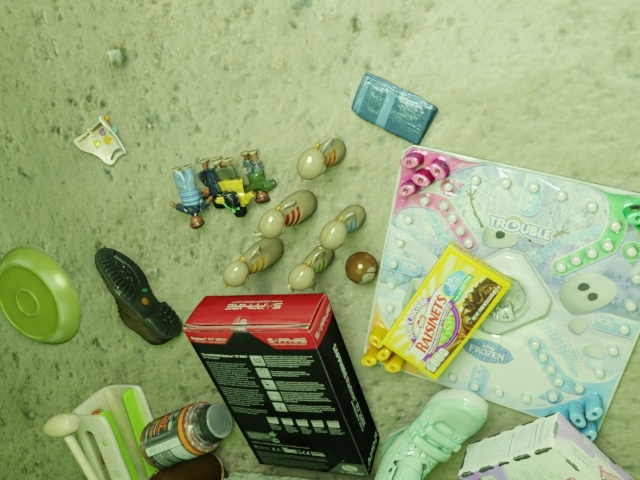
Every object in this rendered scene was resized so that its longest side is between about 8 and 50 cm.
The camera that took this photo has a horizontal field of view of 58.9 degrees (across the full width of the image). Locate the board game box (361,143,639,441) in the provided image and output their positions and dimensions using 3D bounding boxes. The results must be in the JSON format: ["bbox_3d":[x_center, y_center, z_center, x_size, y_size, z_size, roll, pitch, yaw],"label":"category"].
[{"bbox_3d":[0.273,0.086,0.856,0.390,0.050,0.390,16,115,17],"label":"board game box"}]

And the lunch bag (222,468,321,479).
[{"bbox_3d":[-0.040,0.571,1.076,0.305,0.212,0.256,-2,109,23],"label":"lunch bag"}]

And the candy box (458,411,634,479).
[{"bbox_3d":[0.348,0.371,0.886,0.165,0.070,0.196,42,133,-4],"label":"candy box"}]

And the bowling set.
[{"bbox_3d":[0.000,0.000,0.877,0.200,0.154,0.287,36,119,8],"label":"bowling set"}]

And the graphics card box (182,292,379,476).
[{"bbox_3d":[-0.054,0.253,0.976,0.233,0.094,0.371,-5,124,24],"label":"graphics card box"}]

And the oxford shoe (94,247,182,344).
[{"bbox_3d":[-0.382,0.119,1.127,0.096,0.083,0.227,-33,93,33],"label":"oxford shoe"}]

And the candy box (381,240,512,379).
[{"bbox_3d":[0.185,0.110,0.857,0.105,0.027,0.206,35,118,12],"label":"candy box"}]

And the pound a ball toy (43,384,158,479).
[{"bbox_3d":[-0.465,0.462,1.217,0.136,0.208,0.319,-8,107,25],"label":"pound a ball toy"}]

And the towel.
[{"bbox_3d":[0.106,-0.193,0.834,0.119,0.029,0.067,29,118,10],"label":"towel"}]

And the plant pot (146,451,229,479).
[{"bbox_3d":[-0.248,0.606,1.201,0.215,0.215,0.230,-13,119,26],"label":"plant pot"}]

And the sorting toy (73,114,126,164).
[{"bbox_3d":[-0.396,-0.180,1.045,0.083,0.045,0.075,-29,103,28],"label":"sorting toy"}]

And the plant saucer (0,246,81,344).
[{"bbox_3d":[-0.642,0.133,1.266,0.241,0.037,0.241,8,113,20],"label":"plant saucer"}]

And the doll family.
[{"bbox_3d":[-0.171,-0.084,0.971,0.193,0.076,0.111,-3,112,29],"label":"doll family"}]

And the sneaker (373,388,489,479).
[{"bbox_3d":[0.174,0.349,0.912,0.094,0.151,0.256,34,131,-2],"label":"sneaker"}]

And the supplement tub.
[{"bbox_3d":[-0.274,0.397,1.171,0.198,0.106,0.106,-29,96,28],"label":"supplement tub"}]
